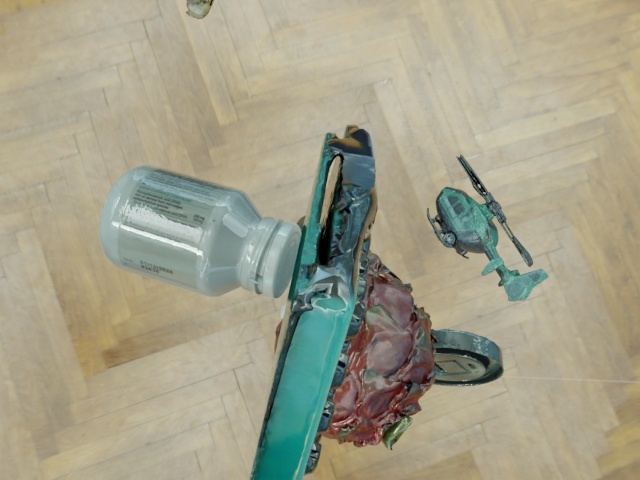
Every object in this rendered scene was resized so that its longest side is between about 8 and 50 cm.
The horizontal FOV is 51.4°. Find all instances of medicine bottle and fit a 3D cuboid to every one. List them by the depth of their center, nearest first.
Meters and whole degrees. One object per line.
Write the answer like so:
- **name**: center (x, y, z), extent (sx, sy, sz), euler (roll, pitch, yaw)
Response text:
- **medicine bottle**: center (-0.138, -0.004, 0.795), extent (0.215, 0.135, 0.135), euler (16, 77, 11)

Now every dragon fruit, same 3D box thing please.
- **dragon fruit**: center (0.051, 0.157, 0.992), extent (0.245, 0.244, 0.298), euler (10, 60, -6)

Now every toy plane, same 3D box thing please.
- **toy plane**: center (0.360, -0.015, 1.500), extent (0.155, 0.106, 0.381), euler (-39, 50, 22)

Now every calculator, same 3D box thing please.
- **calculator**: center (-0.002, 0.058, 0.573), extent (0.058, 0.274, 0.248), euler (12, 121, -1)

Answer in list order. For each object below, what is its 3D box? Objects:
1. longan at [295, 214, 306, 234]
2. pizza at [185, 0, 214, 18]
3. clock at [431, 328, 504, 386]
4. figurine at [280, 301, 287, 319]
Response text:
- **longan**: center (0.000, 0.000, 1.214), extent (0.092, 0.113, 0.113), euler (-39, 87, -9)
- **pizza**: center (-0.139, -0.294, 0.504), extent (0.053, 0.193, 0.200), euler (-5, 75, 27)
- **clock**: center (0.248, 0.231, 1.299), extent (0.215, 0.215, 0.041), euler (13, 60, -6)
- **figurine**: center (-0.012, 0.159, 1.397), extent (0.130, 0.109, 0.178), euler (36, 100, -33)
